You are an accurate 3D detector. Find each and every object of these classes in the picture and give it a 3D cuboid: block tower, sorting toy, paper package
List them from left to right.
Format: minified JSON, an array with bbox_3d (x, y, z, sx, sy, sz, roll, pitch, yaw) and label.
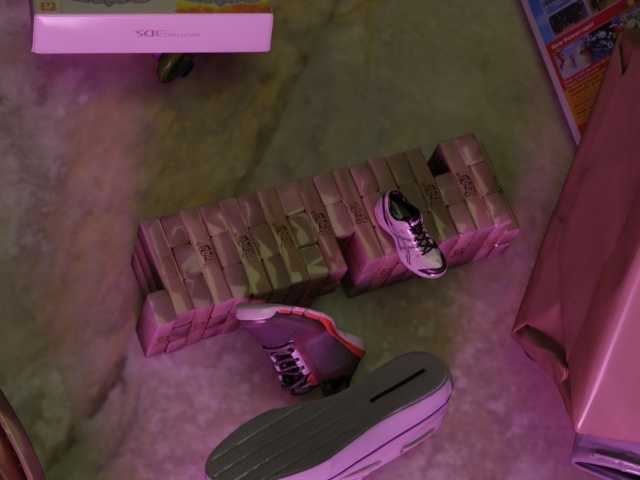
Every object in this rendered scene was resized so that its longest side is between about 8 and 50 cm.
[{"bbox_3d":[-0.125,-0.177,1.675,0.042,0.061,0.102,40,44,7],"label":"sorting toy"},{"bbox_3d":[0.000,0.000,1.610,0.335,0.091,0.097,-17,72,-17],"label":"block tower"},{"bbox_3d":[0.363,0.015,1.530,0.325,0.309,0.168,10,21,-19],"label":"paper package"}]

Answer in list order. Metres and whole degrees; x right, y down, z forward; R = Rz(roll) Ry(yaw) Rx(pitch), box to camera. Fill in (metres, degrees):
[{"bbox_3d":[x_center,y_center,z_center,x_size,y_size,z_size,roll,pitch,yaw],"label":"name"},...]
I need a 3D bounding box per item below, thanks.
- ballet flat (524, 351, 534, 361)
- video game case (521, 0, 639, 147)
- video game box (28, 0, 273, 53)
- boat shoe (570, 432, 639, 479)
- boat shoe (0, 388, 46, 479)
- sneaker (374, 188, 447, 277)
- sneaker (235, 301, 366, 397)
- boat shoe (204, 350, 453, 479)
[{"bbox_3d":[0.257,0.074,1.651,0.173,0.049,0.057,-14,73,-16],"label":"ballet flat"},{"bbox_3d":[0.302,-0.165,1.694,0.025,0.204,0.285,7,59,-54],"label":"video game case"},{"bbox_3d":[-0.155,-0.234,1.661,0.205,0.048,0.187,-2,45,-12],"label":"video game box"},{"bbox_3d":[0.317,0.209,1.599,0.227,0.079,0.081,25,73,6],"label":"boat shoe"},{"bbox_3d":[-0.262,0.210,1.463,0.104,0.111,0.307,-26,75,-20],"label":"boat shoe"},{"bbox_3d":[0.075,-0.006,1.557,0.032,0.037,0.083,-36,81,-23],"label":"sneaker"},{"bbox_3d":[-0.015,0.093,1.549,0.061,0.158,0.065,3,73,38],"label":"sneaker"},{"bbox_3d":[0.014,0.172,1.548,0.226,0.076,0.083,-22,42,-18],"label":"boat shoe"}]
